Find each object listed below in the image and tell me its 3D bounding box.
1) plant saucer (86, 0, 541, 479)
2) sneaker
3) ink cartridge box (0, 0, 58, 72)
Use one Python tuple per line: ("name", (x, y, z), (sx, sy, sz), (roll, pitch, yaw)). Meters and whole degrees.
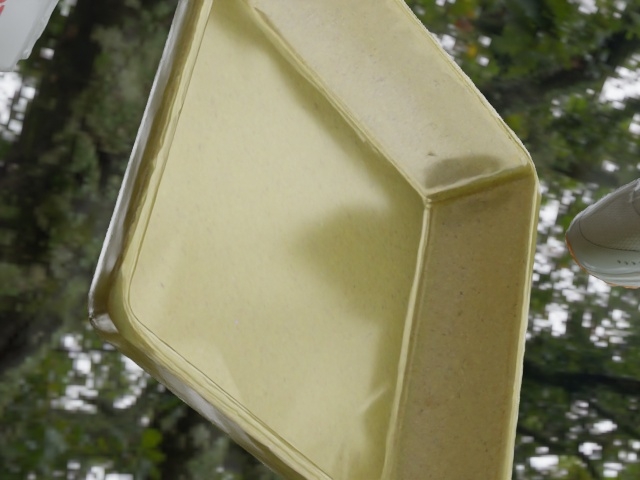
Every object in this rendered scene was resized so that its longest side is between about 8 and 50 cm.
("plant saucer", (0.000, 0.000, 0.864), (0.081, 0.333, 0.332), (-15, -133, 33))
("sneaker", (0.295, -0.060, 1.104), (0.263, 0.121, 0.099), (-23, -136, 10))
("ink cartridge box", (-0.220, -0.145, 0.598), (0.172, 0.237, 0.100), (140, -56, -59))
